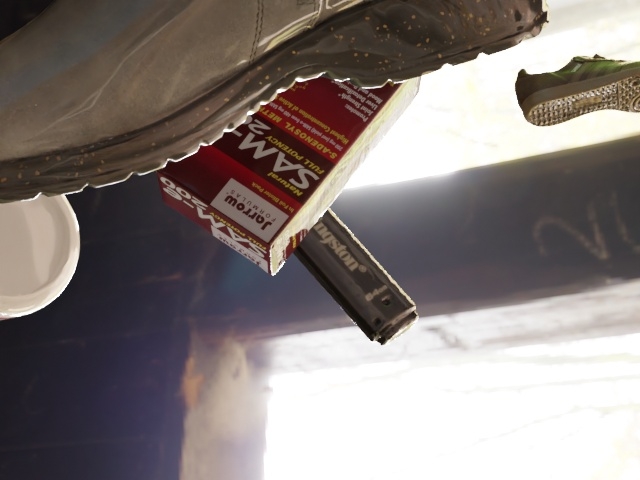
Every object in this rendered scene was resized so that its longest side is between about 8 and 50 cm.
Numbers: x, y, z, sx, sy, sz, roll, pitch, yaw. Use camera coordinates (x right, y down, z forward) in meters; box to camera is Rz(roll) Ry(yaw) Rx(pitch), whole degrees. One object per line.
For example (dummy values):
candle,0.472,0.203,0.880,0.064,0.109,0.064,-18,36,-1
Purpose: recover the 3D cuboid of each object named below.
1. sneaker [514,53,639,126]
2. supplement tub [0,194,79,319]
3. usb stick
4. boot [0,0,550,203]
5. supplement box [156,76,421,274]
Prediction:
sneaker,0.302,-0.177,1.280,0.066,0.189,0.071,86,173,-54
supplement tub,-0.443,0.015,1.519,0.191,0.272,0.191,8,-103,-34
usb stick,0.000,0.000,1.340,0.077,0.045,0.278,-29,-108,-43
boot,-0.071,-0.156,0.513,0.338,0.118,0.222,-22,-70,-17
supplement box,-0.024,-0.102,1.086,0.239,0.130,0.073,-53,-14,-19
